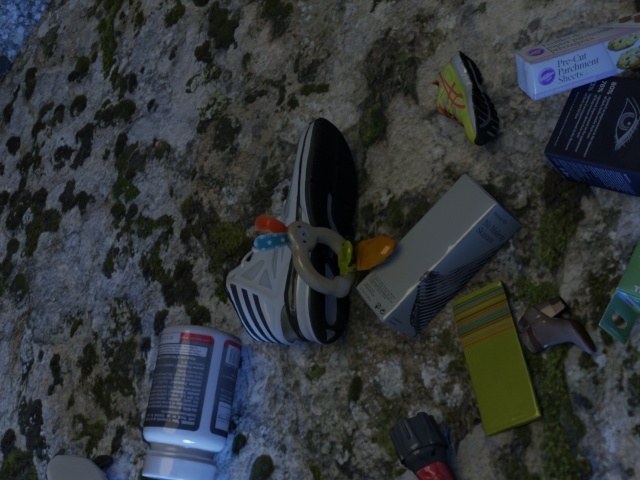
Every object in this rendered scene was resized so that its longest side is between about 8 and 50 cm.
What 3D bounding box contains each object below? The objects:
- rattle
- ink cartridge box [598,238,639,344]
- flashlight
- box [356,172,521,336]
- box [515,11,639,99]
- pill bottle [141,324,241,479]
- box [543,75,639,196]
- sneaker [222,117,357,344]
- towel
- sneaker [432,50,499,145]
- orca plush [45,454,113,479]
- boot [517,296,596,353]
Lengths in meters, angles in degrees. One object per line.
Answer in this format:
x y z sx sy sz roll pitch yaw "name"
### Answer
0.000 0.000 1.389 0.130 0.199 0.142 -56 13 -25 "rattle"
0.484 0.051 1.172 0.062 0.109 0.209 24 85 43 "ink cartridge box"
0.191 0.406 1.235 0.304 0.103 0.103 66 147 31 "flashlight"
0.200 0.029 1.403 0.275 0.113 0.094 -48 50 12 "box"
0.465 -0.301 1.274 0.323 0.067 0.063 -17 33 -4 "box"
-0.250 0.317 1.585 0.161 0.161 0.283 -7 66 36 "pill bottle"
0.479 -0.159 1.272 0.207 0.108 0.153 22 83 41 "box"
-0.079 -0.016 1.599 0.257 0.169 0.448 -9 67 33 "sneaker"
0.282 0.187 1.330 0.102 0.021 0.237 -30 55 31 "towel"
0.259 -0.245 1.511 0.094 0.081 0.209 -33 46 30 "sneaker"
-0.467 0.535 1.728 0.287 0.102 0.151 0 25 27 "orca plush"
0.360 0.147 1.275 0.087 0.042 0.118 -43 49 23 "boot"
